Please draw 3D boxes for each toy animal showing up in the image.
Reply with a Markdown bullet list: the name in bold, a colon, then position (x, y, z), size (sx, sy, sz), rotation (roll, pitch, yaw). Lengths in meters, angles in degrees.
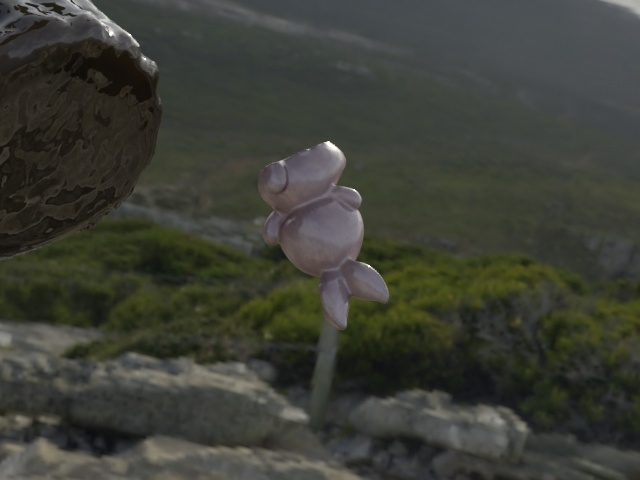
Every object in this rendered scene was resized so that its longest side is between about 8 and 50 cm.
- **toy animal**: position (0.001, 0.000, 1.481), size (0.124, 0.213, 0.124), rotation (-20, -6, -2)

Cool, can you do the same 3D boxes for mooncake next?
- **mooncake**: position (-0.348, -0.143, 1.439), size (0.187, 0.324, 0.324), rotation (45, 24, 28)
